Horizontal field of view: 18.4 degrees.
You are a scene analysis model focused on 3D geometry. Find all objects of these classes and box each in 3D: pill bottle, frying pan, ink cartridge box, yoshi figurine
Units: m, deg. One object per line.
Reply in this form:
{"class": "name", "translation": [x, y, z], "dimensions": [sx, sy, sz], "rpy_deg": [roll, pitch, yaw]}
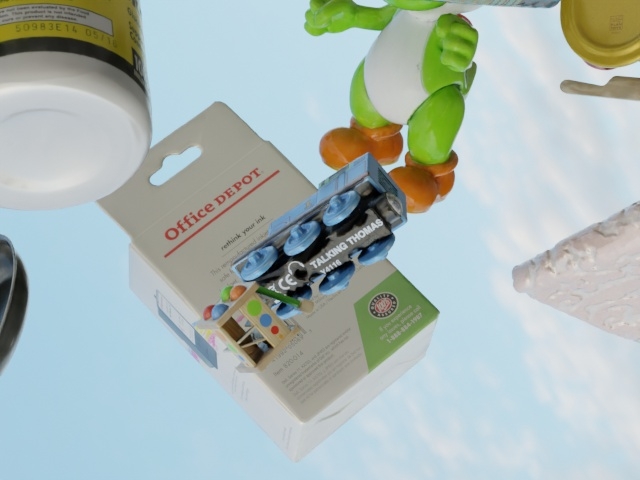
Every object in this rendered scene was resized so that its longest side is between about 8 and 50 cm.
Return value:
{"class": "pill bottle", "translation": [-0.250, -0.207, 1.722], "dimensions": [0.188, 0.188, 0.334], "rpy_deg": [30, -140, -43]}
{"class": "frying pan", "translation": [-0.375, 0.069, 2.070], "dimensions": [0.053, 0.197, 0.326], "rpy_deg": [25, -173, -27]}
{"class": "ink cartridge box", "translation": [-0.068, 0.039, 2.156], "dimensions": [0.353, 0.207, 0.119], "rpy_deg": [46, 158, 17]}
{"class": "yoshi figurine", "translation": [0.088, -0.216, 2.078], "dimensions": [0.203, 0.362, 0.203], "rpy_deg": [10, -154, -7]}

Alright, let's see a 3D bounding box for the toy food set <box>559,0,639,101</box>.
{"class": "toy food set", "translation": [0.316, -0.238, 2.027], "dimensions": [0.071, 0.128, 0.218], "rpy_deg": [17, -104, -56]}

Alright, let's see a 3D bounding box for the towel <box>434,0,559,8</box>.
{"class": "towel", "translation": [0.133, -0.295, 1.735], "dimensions": [0.370, 0.271, 0.040], "rpy_deg": [-2, -117, -35]}

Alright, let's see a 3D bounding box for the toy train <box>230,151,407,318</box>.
{"class": "toy train", "translation": [0.000, 0.000, 1.865], "dimensions": [0.080, 0.184, 0.105], "rpy_deg": [49, -159, -20]}

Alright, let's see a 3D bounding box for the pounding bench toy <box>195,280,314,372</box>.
{"class": "pounding bench toy", "translation": [-0.054, 0.060, 1.678], "dimensions": [0.065, 0.083, 0.052], "rpy_deg": [49, 161, -13]}

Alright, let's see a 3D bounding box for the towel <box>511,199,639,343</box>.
{"class": "towel", "translation": [0.444, 0.030, 2.305], "dimensions": [0.317, 0.332, 0.053], "rpy_deg": [25, -132, -38]}
